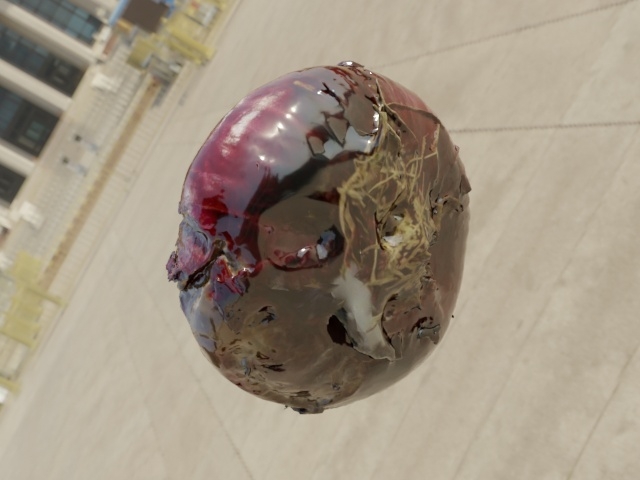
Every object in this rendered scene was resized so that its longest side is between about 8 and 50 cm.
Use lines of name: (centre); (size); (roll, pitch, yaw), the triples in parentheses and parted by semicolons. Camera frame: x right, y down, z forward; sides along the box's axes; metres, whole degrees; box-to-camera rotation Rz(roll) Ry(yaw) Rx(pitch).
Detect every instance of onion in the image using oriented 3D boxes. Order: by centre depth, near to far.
onion: (0.000, 0.000, 0.864); (0.232, 0.314, 0.314); (11, 70, 50)
